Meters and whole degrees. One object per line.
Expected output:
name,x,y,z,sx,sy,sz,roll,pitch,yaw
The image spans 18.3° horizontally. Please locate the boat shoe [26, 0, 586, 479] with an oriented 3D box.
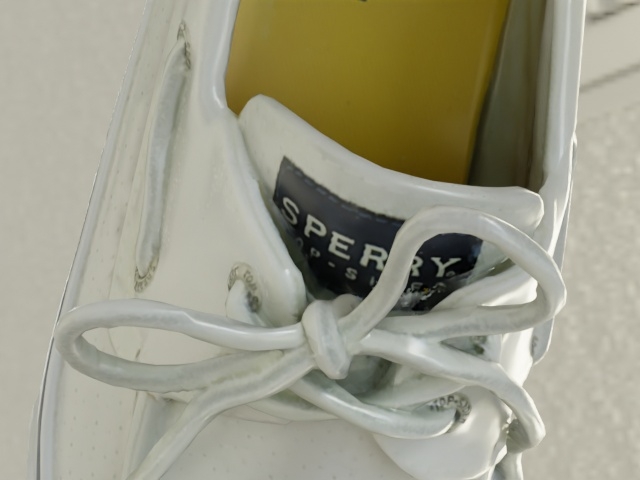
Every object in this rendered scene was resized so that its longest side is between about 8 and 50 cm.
boat shoe,0.009,0.000,0.492,0.156,0.136,0.367,-138,-119,-82
